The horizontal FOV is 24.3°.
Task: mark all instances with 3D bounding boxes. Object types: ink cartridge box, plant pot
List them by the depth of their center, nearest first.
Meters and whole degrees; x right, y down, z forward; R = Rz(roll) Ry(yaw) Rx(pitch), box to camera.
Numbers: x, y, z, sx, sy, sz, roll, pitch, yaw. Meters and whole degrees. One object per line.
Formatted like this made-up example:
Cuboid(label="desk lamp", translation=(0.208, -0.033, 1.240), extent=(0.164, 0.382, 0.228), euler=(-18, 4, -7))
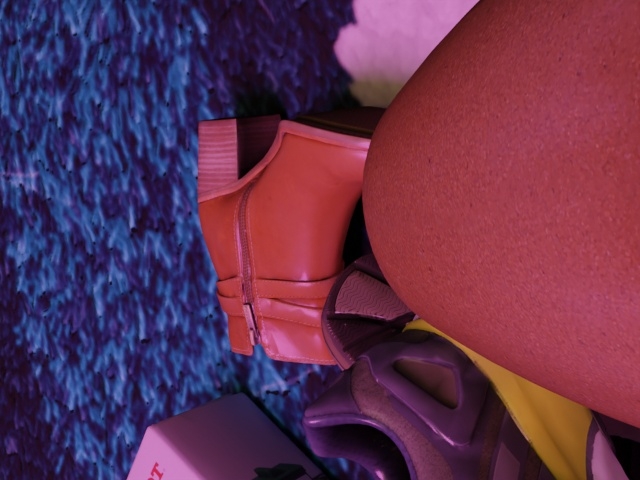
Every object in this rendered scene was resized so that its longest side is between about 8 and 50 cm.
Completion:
Cuboid(label="plant pot", translation=(0.130, -0.027, 0.529), extent=(0.254, 0.237, 0.237), euler=(-10, 94, 57))
Cuboid(label="ink cartridge box", translation=(-0.038, 0.230, 0.952), extent=(0.219, 0.092, 0.160), euler=(41, 124, 27))

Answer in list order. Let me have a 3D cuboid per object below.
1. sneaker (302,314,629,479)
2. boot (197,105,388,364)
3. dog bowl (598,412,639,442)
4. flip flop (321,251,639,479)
Cuboid(label="sneaker", translation=(0.100, 0.162, 0.673), extent=(0.300, 0.121, 0.111), euler=(54, 158, 24))
Cuboid(label="boot", translation=(0.000, 0.000, 0.880), extent=(0.197, 0.073, 0.152), euler=(3, 102, 54))
Cuboid(label="dog bowl", translation=(0.277, 0.040, 0.615), extent=(0.349, 0.102, 0.349), euler=(11, 107, 40))
Cuboid(label="flip flop", translation=(0.105, 0.119, 0.799), extent=(0.277, 0.112, 0.080), euler=(44, 157, 19))
